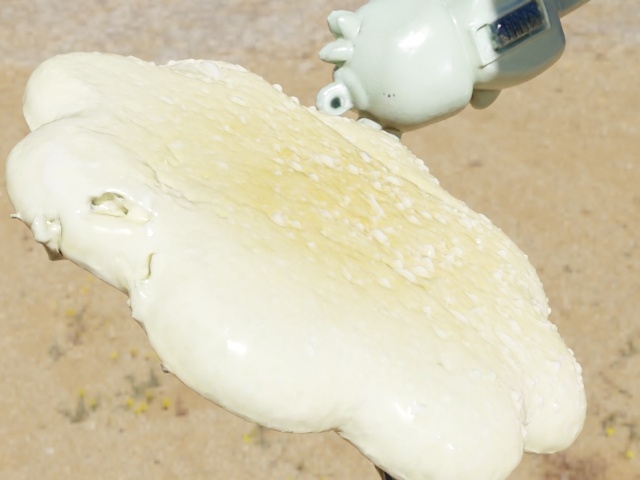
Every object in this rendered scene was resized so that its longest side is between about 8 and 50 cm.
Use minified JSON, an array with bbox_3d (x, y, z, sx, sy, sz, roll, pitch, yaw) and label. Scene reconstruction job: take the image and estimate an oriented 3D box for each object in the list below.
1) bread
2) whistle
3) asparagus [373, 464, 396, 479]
[{"bbox_3d":[0.000,0.000,0.614,0.316,0.054,0.316,26,24,-13],"label":"bread"},{"bbox_3d":[0.102,-0.147,0.850,0.253,0.102,0.106,-31,55,-14],"label":"whistle"},{"bbox_3d":[0.051,0.174,0.883,0.022,0.023,0.233,-12,49,-14],"label":"asparagus"}]
